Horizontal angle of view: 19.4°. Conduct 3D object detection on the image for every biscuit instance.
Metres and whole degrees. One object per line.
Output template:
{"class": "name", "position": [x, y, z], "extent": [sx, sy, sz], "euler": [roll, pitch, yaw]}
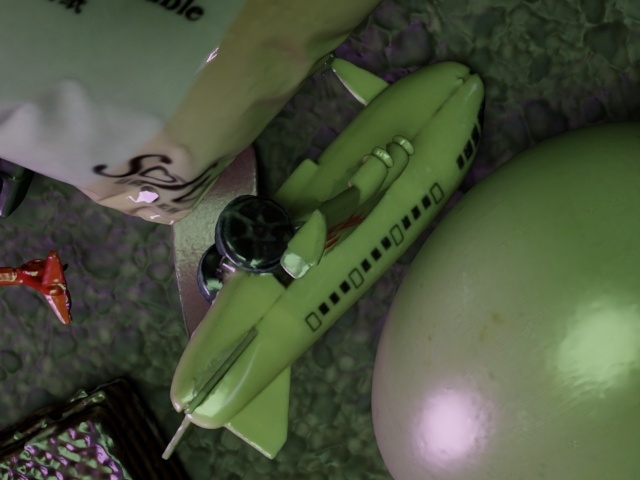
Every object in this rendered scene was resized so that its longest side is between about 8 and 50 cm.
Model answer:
{"class": "biscuit", "position": [-0.076, 0.270, 1.126], "extent": [0.107, 0.073, 0.388], "euler": [-25, 101, 19]}

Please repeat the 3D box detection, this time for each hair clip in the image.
{"class": "hair clip", "position": [-0.055, 0.007, 1.062], "extent": [0.054, 0.022, 0.137], "euler": [-2, 107, 11]}

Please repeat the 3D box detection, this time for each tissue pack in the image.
{"class": "tissue pack", "position": [-0.113, -0.196, 0.854], "extent": [0.375, 0.195, 0.390], "euler": [21, 119, -39]}

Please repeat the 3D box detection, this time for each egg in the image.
{"class": "egg", "position": [0.131, 0.051, 0.953], "extent": [0.188, 0.188, 0.253], "euler": [46, 119, -6]}

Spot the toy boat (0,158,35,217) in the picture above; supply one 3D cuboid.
{"class": "toy boat", "position": [-0.311, -0.092, 1.015], "extent": [0.319, 0.141, 0.092], "euler": [25, 117, 2]}

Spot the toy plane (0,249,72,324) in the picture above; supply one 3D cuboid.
{"class": "toy plane", "position": [-0.235, 0.014, 1.066], "extent": [0.194, 0.077, 0.126], "euler": [-22, 109, 21]}

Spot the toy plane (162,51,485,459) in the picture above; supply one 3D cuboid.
{"class": "toy plane", "position": [0.000, 0.000, 0.966], "extent": [0.104, 0.242, 0.256], "euler": [28, 69, 1]}
